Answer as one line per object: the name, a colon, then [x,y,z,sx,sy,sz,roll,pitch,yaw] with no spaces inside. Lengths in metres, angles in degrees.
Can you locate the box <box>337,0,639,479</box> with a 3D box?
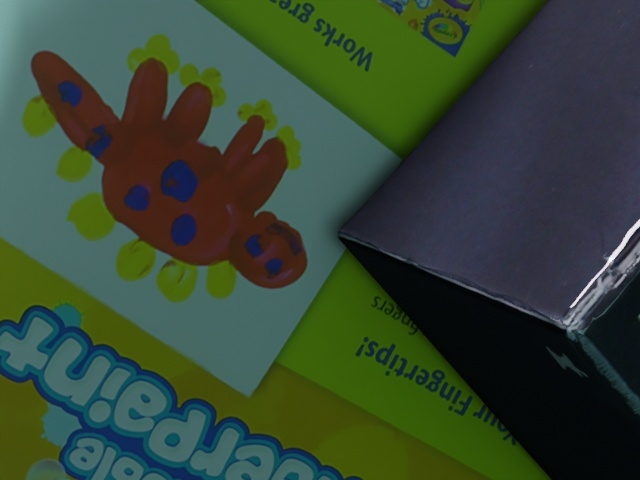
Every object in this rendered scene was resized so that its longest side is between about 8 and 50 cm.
box: [0.219,0.003,0.781,0.294,0.182,0.296,-48,118,-12]

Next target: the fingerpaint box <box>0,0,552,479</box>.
fingerpaint box: [0.000,0.000,0.866,0.444,0.163,0.371,30,86,-28]
